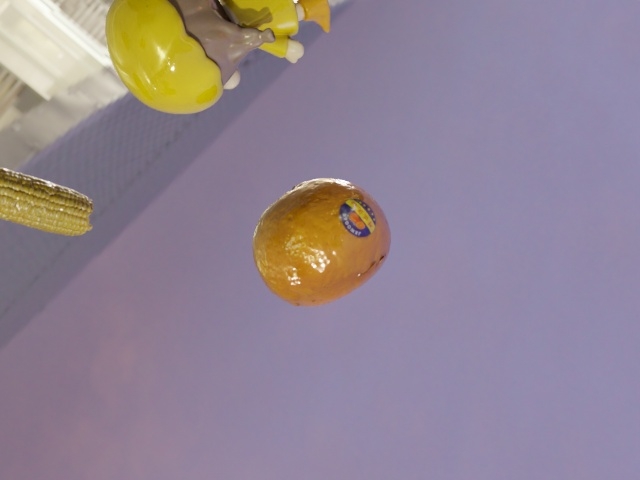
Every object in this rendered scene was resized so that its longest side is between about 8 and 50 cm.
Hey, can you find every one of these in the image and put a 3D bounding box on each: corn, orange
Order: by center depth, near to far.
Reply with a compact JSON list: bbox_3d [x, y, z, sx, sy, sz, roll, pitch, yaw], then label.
[{"bbox_3d":[-0.451,-0.064,1.554,0.080,0.238,0.080,-37,-134,50],"label":"corn"},{"bbox_3d":[0.000,0.002,1.635,0.219,0.193,0.219,-45,176,-4],"label":"orange"}]

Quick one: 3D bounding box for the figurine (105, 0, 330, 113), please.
[{"bbox_3d":[-0.156,-0.327,1.564,0.344,0.215,0.187,-33,165,-23],"label":"figurine"}]
